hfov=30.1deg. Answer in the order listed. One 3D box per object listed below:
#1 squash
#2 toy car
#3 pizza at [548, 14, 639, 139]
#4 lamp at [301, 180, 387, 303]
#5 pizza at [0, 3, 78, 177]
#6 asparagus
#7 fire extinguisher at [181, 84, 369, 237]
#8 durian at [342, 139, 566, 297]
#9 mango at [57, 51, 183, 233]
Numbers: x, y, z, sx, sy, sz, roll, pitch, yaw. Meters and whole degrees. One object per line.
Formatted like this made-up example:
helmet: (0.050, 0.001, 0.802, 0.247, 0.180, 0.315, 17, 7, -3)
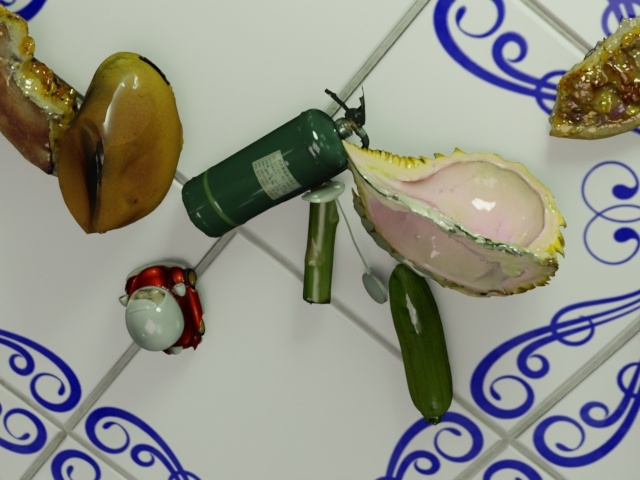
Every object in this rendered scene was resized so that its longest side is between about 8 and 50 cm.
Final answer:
squash: (0.143, 0.151, 1.649, 0.069, 0.069, 0.258, -7, 114, 18)
toy car: (-0.229, 0.112, 1.702, 0.112, 0.112, 0.139, -13, 111, 20)
pizza: (0.372, -0.196, 1.420, 0.246, 0.058, 0.127, -28, 105, 23)
lamp: (0.037, 0.011, 1.602, 0.050, 0.056, 0.198, 21, 140, 57)
pizza: (-0.407, -0.221, 1.599, 0.161, 0.085, 0.305, -11, 112, 43)
asparagus: (0.000, 0.000, 1.630, 0.045, 0.041, 0.178, -1, 105, -22)
fire extinguisher: (-0.042, -0.105, 1.559, 0.294, 0.093, 0.118, -28, 120, 25)
durian: (0.161, -0.012, 1.524, 0.305, 0.185, 0.196, 21, 138, 12)
mango: (-0.261, -0.130, 1.566, 0.136, 0.166, 0.236, 29, 122, 34)
